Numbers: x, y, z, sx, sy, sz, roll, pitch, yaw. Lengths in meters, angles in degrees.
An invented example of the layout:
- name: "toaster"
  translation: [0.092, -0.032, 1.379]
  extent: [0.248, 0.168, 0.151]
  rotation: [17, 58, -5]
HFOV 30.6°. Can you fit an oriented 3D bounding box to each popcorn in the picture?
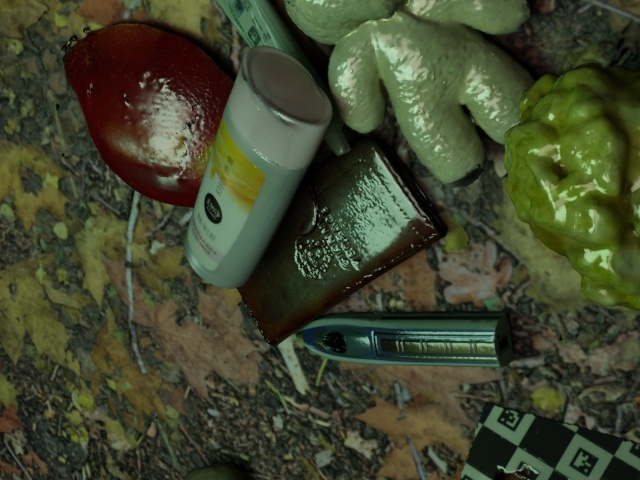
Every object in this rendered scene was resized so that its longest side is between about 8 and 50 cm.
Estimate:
- name: "popcorn"
  translation: [0.265, -0.049, 0.914]
  extent: [0.256, 0.255, 0.195]
  rotation: [16, 119, 16]

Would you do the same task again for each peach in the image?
- name: "peach"
  translation: [-0.125, 0.304, 1.390]
  extent: [0.083, 0.083, 0.083]
  rotation: [12, 116, 25]
- name: "peach"
  translation: [-0.187, -0.135, 1.246]
  extent: [0.279, 0.068, 0.189]
  rotation: [29, 121, 16]

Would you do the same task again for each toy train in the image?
- name: "toy train"
  translation: [0.074, 0.105, 1.211]
  extent: [0.251, 0.048, 0.055]
  rotation: [-3, 107, 31]

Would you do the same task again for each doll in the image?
- name: "doll"
  translation: [0.081, -0.180, 1.056]
  extent: [0.278, 0.175, 0.149]
  rotation: [54, 164, -11]

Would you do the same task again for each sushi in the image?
- name: "sushi"
  translation: [0.267, 0.287, 1.153]
  extent: [0.279, 0.043, 0.193]
  rotation: [13, 78, 25]

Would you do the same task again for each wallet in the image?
- name: "wallet"
  translation: [0.000, 0.000, 1.216]
  extent: [0.255, 0.031, 0.137]
  rotation: [-36, 86, 33]

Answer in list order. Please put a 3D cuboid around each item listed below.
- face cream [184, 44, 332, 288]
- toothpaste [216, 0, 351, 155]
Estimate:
- name: "face cream"
  translation: [-0.067, -0.063, 1.134]
  extent: [0.107, 0.073, 0.269]
  rotation: [50, 142, 18]
- name: "toothpaste"
  translation: [-0.035, -0.176, 1.154]
  extent: [0.218, 0.041, 0.064]
  rotation: [57, 142, 6]
